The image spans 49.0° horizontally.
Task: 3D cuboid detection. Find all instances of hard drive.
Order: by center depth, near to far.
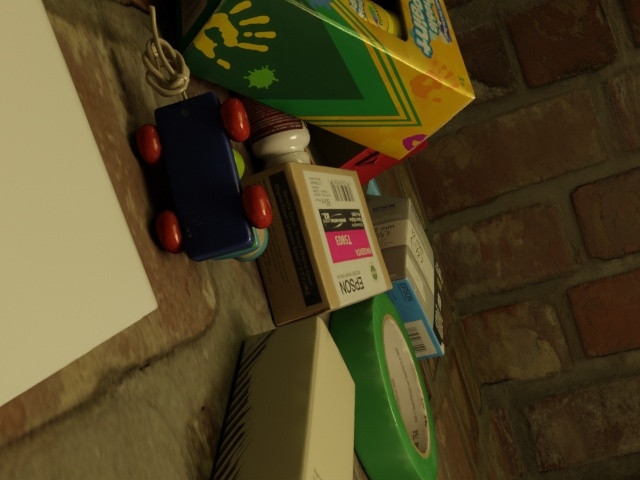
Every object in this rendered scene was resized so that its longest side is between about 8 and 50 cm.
[{"bbox_3d":[-0.219,-0.090,0.407,0.233,0.047,0.353,-40,111,-75],"label":"hard drive"}]

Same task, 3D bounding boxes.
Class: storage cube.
[{"bbox_3d":[0.058,-0.214,1.241,0.215,0.183,0.193,61,12,12],"label":"storage cube"}]

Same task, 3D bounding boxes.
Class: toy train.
[{"bbox_3d":[-0.115,-0.097,0.713,0.143,0.105,0.248,52,22,-79],"label":"toy train"}]

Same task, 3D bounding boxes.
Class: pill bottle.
[{"bbox_3d":[-0.065,-0.168,0.988,0.086,0.086,0.152,4,69,-74],"label":"pill bottle"}]

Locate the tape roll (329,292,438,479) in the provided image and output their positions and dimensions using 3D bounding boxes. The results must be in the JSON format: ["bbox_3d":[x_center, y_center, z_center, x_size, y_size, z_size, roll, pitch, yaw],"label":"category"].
[{"bbox_3d":[0.109,0.247,1.157,0.321,0.077,0.321,-18,90,-76],"label":"tape roll"}]

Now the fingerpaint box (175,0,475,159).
[{"bbox_3d":[-0.007,-0.380,0.985,0.371,0.163,0.445,17,50,-35],"label":"fingerpaint box"}]

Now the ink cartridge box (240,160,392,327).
[{"bbox_3d":[0.000,0.000,0.961,0.234,0.088,0.193,-7,79,-66],"label":"ink cartridge box"}]

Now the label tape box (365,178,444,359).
[{"bbox_3d":[0.182,0.045,1.511,0.348,0.115,0.249,-78,148,-44],"label":"label tape box"}]

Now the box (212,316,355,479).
[{"bbox_3d":[-0.029,0.205,0.661,0.275,0.094,0.113,-83,152,-59],"label":"box"}]
